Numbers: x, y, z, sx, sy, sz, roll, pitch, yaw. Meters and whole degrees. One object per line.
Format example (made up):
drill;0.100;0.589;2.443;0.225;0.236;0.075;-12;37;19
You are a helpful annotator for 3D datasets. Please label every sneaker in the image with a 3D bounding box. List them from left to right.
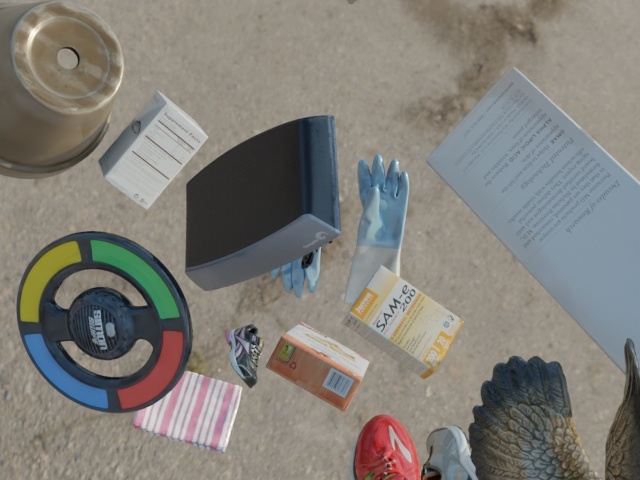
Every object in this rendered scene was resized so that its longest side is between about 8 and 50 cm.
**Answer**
sneaker;-0.161;0.247;1.876;0.077;0.072;0.178;-30;41;5
sneaker;0.097;0.335;1.111;0.107;0.118;0.279;9;38;-4
sneaker;0.229;0.415;1.548;0.107;0.100;0.271;-7;7;-5

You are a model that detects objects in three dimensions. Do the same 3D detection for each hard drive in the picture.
hard drive;-0.082;-0.045;1.036;0.054;0.254;0.172;17;61;-41

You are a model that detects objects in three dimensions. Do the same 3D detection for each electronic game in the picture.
electronic game;-0.261;0.100;1.005;0.229;0.229;0.048;34;20;4

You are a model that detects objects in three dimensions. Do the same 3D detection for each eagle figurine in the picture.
eagle figurine;0.288;0.259;0.826;0.298;0.226;0.225;50;18;-10

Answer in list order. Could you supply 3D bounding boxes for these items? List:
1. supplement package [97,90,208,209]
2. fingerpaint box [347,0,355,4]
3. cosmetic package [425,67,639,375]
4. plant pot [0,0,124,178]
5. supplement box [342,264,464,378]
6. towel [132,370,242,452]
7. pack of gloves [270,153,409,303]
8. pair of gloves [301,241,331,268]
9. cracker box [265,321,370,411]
supplement package;-0.311;-0.168;1.551;0.105;0.179;0.105;39;4;-29
fingerpaint box;0.177;-0.438;0.815;0.163;0.444;0.371;51;3;-12
cosmetic package;0.324;-0.001;0.960;0.385;0.156;0.217;49;19;25
plant pot;-0.485;-0.287;1.470;0.323;0.280;0.324;5;82;-34
supplement box;0.079;0.079;0.809;0.098;0.036;0.062;34;67;4
towel;-0.264;0.333;1.688;0.196;0.029;0.144;19;60;-10
pack of gloves;0.026;-0.016;1.220;0.194;0.232;0.046;5;13;3
pair of gloves;0.000;0.000;1.138;0.010;0.083;0.074;35;22;-13
cracker box;0.001;0.221;1.509;0.155;0.067;0.232;28;3;5
